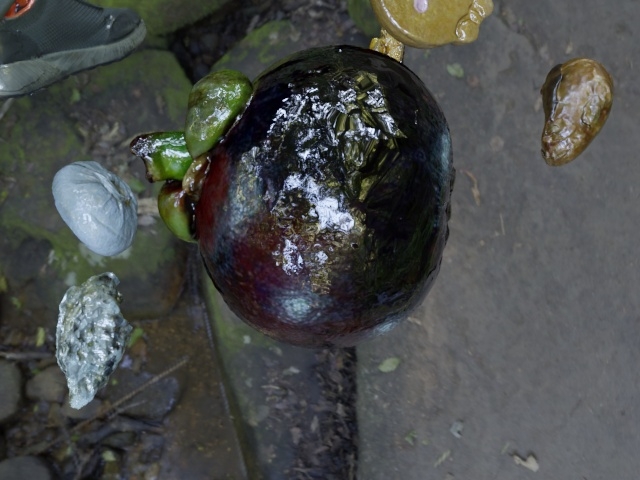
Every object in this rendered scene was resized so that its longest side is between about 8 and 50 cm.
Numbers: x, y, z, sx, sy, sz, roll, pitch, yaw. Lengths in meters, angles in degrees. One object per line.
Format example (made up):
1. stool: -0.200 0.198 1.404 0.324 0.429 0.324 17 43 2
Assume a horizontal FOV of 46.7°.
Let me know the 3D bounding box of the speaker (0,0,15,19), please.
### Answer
1. speaker: -0.310 -0.271 0.590 0.406 0.183 0.184 2 70 58

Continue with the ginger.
1. ginger: 0.597 -0.322 1.737 0.165 0.172 0.321 28 55 1

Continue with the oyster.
1. oyster: -0.315 0.136 1.036 0.064 0.125 0.177 9 107 42

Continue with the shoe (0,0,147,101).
1. shoe: -0.381 -0.310 1.019 0.132 0.171 0.336 1 27 27

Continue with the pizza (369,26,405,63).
1. pizza: 0.125 -0.289 1.531 0.074 0.251 0.288 11 73 10

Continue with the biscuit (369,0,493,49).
1. biscuit: 0.099 -0.327 0.845 0.184 0.035 0.249 -35 99 -19

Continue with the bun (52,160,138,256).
1. bun: -0.170 -0.026 0.573 0.045 0.083 0.083 -37 59 6

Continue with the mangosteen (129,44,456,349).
1. mangosteen: -0.010 -0.026 0.530 0.216 0.216 0.216 -9 65 21
